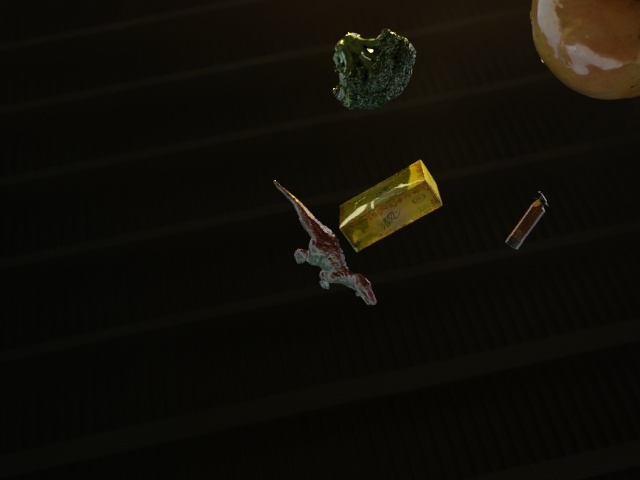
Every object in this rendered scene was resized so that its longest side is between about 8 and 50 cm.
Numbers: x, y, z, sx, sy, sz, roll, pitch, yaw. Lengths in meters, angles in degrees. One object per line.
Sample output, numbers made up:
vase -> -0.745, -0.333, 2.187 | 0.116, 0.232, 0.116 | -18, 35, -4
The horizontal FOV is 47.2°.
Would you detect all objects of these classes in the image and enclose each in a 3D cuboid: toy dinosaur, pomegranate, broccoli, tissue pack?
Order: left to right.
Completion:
toy dinosaur -> 0.000, 0.000, 1.232 | 0.053, 0.167, 0.242 | -30, -77, -24
broccoli -> 0.103, -0.345, 1.485 | 0.156, 0.195, 0.195 | 41, -111, 8
tissue pack -> 0.122, -0.063, 1.306 | 0.176, 0.062, 0.095 | -30, -156, 17
pomegranate -> 0.325, -0.248, 0.805 | 0.191, 0.191, 0.191 | -1, -121, 2

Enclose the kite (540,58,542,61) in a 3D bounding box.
kite -> 0.433, -0.260, 1.116 | 0.198, 0.006, 0.244 | 24, -150, 35

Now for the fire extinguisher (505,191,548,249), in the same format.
fire extinguisher -> 0.286, -0.028, 1.011 | 0.028, 0.022, 0.083 | 44, -72, 41
